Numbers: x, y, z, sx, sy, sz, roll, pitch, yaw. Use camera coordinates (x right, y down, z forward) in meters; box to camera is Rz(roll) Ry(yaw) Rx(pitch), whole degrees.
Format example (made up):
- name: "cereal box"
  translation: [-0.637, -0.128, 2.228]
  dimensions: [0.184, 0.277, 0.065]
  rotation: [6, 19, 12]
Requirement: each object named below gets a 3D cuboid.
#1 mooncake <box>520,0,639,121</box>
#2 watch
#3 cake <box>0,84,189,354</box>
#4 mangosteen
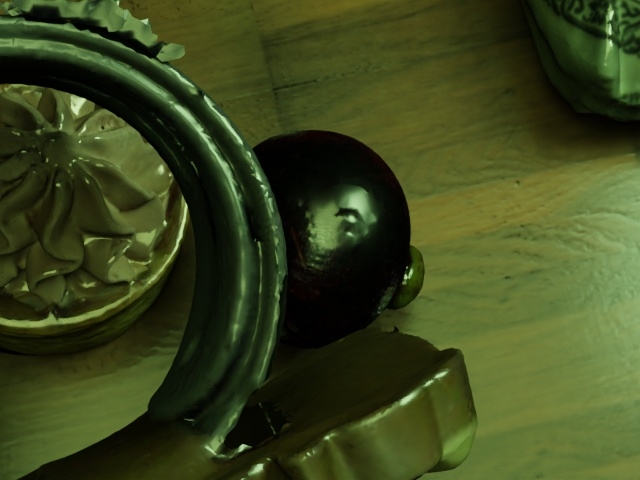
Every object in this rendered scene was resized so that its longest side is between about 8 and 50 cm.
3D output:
- name: "mooncake"
  translation: [0.259, -0.213, 1.078]
  dimensions: [0.254, 0.136, 0.250]
  rotation: [-12, 70, -5]
- name: "watch"
  translation: [-0.135, 0.035, 0.819]
  dimensions: [0.335, 0.314, 0.327]
  rotation: [-27, 98, -10]
- name: "cake"
  translation: [-0.191, -0.025, 0.994]
  dimensions: [0.207, 0.178, 0.185]
  rotation: [-10, 74, -1]
- name: "mangosteen"
  translation: [0.000, 0.000, 1.014]
  dimensions: [0.152, 0.152, 0.153]
  rotation: [0, 73, -1]
